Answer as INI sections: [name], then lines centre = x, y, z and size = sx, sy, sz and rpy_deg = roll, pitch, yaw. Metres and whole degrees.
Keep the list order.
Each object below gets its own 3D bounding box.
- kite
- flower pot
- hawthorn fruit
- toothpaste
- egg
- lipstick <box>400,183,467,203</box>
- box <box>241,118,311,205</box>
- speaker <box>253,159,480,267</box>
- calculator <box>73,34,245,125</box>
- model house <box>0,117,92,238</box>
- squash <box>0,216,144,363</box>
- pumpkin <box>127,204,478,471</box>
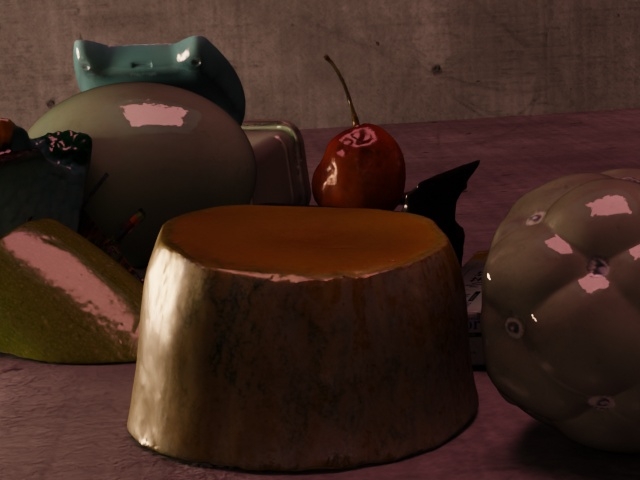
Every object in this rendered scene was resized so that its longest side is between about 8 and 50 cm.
[kite]
centre = -0.294, 0.013, 1.764
size = 0.160, 0.183, 0.010
rpy_deg = -45, -14, 16
[flower pot]
centre = 0.254, 0.058, 1.080
size = 0.195, 0.246, 0.246
rpy_deg = 1, 12, 27
[hawthorn fruit]
centre = 0.060, -0.176, 2.193
size = 0.165, 0.286, 0.165
rpy_deg = -5, 0, 0
[toothpaste]
centre = 0.189, 0.073, 1.457
size = 0.089, 0.071, 0.313
rpy_deg = -3, 11, 20
[egg]
centre = -0.279, -0.097, 1.904
size = 0.388, 0.276, 0.276
rpy_deg = -3, 11, 22
[lipstick]
centre = 0.206, -0.091, 2.390
size = 0.176, 0.027, 0.027
rpy_deg = -15, 16, -39
[box]
centre = -0.198, -0.107, 2.250
size = 0.311, 0.175, 0.182
rpy_deg = 3, 21, 29
[speaker]
centre = 0.000, 0.000, 1.574
size = 0.388, 0.184, 0.180
rpy_deg = 2, 13, 31
[calculator]
centre = -0.252, -0.231, 2.061
size = 0.256, 0.055, 0.386
rpy_deg = -1, -13, 4
[model house]
centre = -0.491, -0.067, 1.706
size = 0.280, 0.230, 0.248
rpy_deg = -8, -23, 36
[squash]
centre = -0.289, 0.109, 1.526
size = 0.260, 0.189, 0.189
rpy_deg = 39, 26, 15
[pumpkin]
centre = -0.024, 0.072, 1.204
size = 0.332, 0.199, 0.332
rpy_deg = -6, 13, 1
